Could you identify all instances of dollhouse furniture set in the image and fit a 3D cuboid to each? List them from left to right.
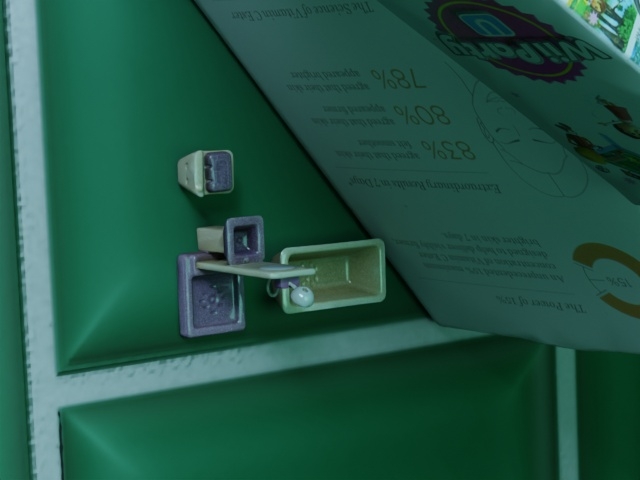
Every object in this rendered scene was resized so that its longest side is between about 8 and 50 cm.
[{"bbox_3d":[0.000,0.000,0.845,0.114,0.081,0.091,-6,97,-37],"label":"dollhouse furniture set"}]

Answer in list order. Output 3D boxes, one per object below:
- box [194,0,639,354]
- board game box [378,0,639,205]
[{"bbox_3d":[0.080,-0.124,0.813,0.168,0.215,0.345,-50,120,-24],"label":"box"},{"bbox_3d":[0.092,-0.176,0.626,0.303,0.097,0.224,33,74,-35],"label":"board game box"}]
